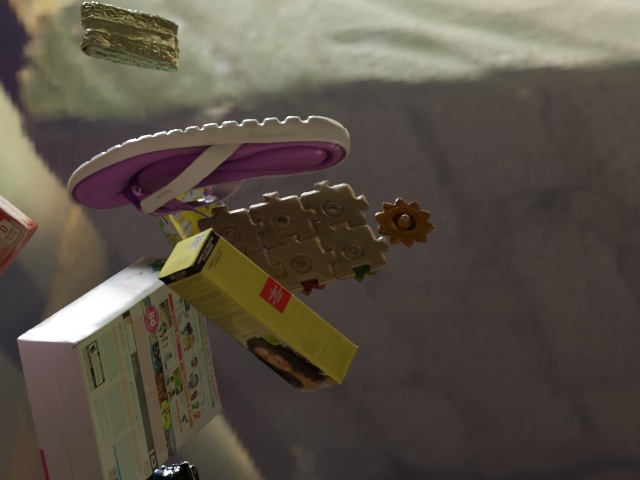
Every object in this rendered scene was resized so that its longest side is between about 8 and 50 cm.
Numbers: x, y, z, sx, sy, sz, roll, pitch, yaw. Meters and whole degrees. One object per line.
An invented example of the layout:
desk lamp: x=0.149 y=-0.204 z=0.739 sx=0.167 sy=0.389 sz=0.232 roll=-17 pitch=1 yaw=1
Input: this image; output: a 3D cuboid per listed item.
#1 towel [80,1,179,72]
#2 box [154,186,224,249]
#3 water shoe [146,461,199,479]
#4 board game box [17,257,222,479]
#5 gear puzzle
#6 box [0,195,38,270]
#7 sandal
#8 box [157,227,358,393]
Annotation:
towel: x=-0.272 y=-0.293 z=2.526 sx=0.027 sy=0.148 sz=0.110 roll=119 pitch=153 yaw=-43
box: x=-0.209 y=-0.057 z=2.731 sx=0.105 sy=0.043 sz=0.179 roll=-52 pitch=-47 yaw=-28
water shoe: x=-0.200 y=0.331 z=2.360 sx=0.080 sy=0.203 sz=0.073 roll=-48 pitch=-34 yaw=-20
board game box: x=-0.248 y=0.175 z=2.252 sx=0.303 sy=0.097 sz=0.224 roll=-37 pitch=-57 yaw=-58
gear puzzle: x=0.000 y=0.000 z=2.524 sx=0.044 sy=0.338 sz=0.175 roll=99 pitch=152 yaw=-53
box: x=-0.450 y=0.058 z=1.854 sx=0.300 sy=0.154 sz=0.142 roll=-53 pitch=5 yaw=-1
sandal: x=-0.162 y=-0.088 z=2.479 sx=0.169 sy=0.416 sz=0.102 roll=54 pitch=-154 yaw=-64
box: x=-0.071 y=0.084 z=2.024 sx=0.232 sy=0.087 sz=0.058 roll=40 pitch=-121 yaw=-19
